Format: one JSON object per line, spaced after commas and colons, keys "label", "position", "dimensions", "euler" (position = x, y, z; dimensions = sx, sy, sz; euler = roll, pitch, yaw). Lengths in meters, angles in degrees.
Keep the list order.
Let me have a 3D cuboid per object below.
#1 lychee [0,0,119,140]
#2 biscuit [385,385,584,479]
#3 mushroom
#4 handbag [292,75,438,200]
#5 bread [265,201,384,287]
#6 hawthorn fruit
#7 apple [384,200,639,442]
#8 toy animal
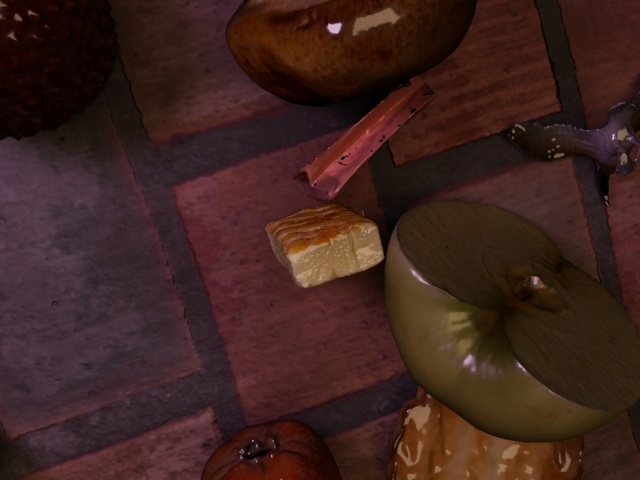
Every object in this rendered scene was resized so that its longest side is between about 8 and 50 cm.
{"label": "lychee", "position": [-0.388, -0.259, 0.886], "dimensions": [0.304, 0.276, 0.275], "euler": [25, 91, -40]}
{"label": "biscuit", "position": [0.255, 0.339, 1.191], "dimensions": [0.326, 0.107, 0.325], "euler": [-1, 94, -13]}
{"label": "mushroom", "position": [0.024, -0.312, 0.937], "dimensions": [0.346, 0.345, 0.259], "euler": [-34, 122, -7]}
{"label": "handbag", "position": [0.059, -0.144, 1.054], "dimensions": [0.212, 0.157, 0.059], "euler": [-43, 96, -5]}
{"label": "bread", "position": [0.000, 0.000, 1.045], "dimensions": [0.126, 0.188, 0.068], "euler": [-17, 106, -9]}
{"label": "hawthorn fruit", "position": [-0.053, 0.394, 1.078], "dimensions": [0.211, 0.210, 0.262], "euler": [-25, 110, -9]}
{"label": "apple", "position": [0.271, 0.095, 1.036], "dimensions": [0.360, 0.312, 0.319], "euler": [-18, 101, -53]}
{"label": "toy animal", "position": [0.437, -0.135, 1.159], "dimensions": [0.273, 0.160, 0.197], "euler": [-15, 103, -4]}
